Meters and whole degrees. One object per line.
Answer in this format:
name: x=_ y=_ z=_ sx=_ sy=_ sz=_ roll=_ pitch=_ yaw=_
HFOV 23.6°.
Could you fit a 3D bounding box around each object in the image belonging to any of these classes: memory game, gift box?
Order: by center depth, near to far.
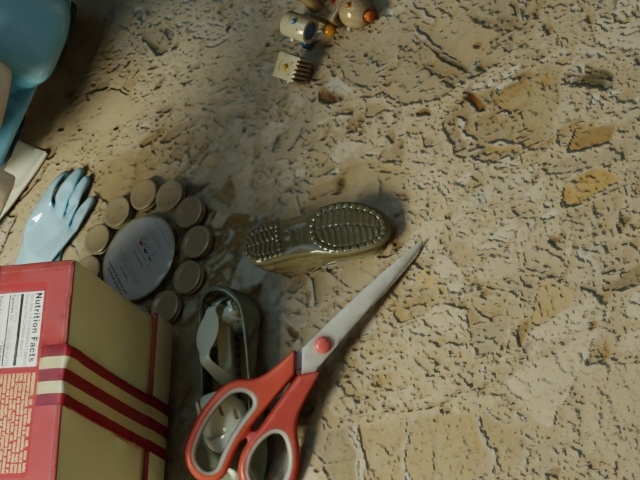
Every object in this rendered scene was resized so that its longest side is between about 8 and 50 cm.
gift box: x=-0.302 y=0.160 z=1.485 sx=0.276 sy=0.258 sz=0.255 roll=-1 pitch=69 yaw=20
memory game: x=-0.190 y=0.020 z=1.637 sx=0.186 sy=0.012 sz=0.186 roll=-15 pitch=62 yaw=29

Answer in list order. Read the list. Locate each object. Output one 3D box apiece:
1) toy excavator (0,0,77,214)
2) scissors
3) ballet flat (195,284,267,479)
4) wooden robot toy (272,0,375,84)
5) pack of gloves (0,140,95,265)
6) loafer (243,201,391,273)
toy excavator: x=-0.374 y=-0.171 z=1.589 sx=0.445 sy=0.222 sz=0.433 roll=-14 pitch=52 yaw=61
scissors: x=-0.018 y=0.105 z=1.429 sx=0.109 sy=0.021 sz=0.297 roll=30 pitch=87 yaw=0
ballet flat: x=-0.094 y=0.143 z=1.473 sx=0.072 sy=0.068 sz=0.213 roll=-17 pitch=60 yaw=27
wooden robot toy: x=0.015 y=-0.237 z=1.579 sx=0.079 sy=0.076 sz=0.173 roll=24 pitch=84 yaw=29
pack of gloves: x=-0.367 y=-0.002 z=1.752 sx=0.195 sy=0.046 sz=0.232 roll=21 pitch=82 yaw=41
loafer: x=0.000 y=0.000 z=1.489 sx=0.148 sy=0.050 sz=0.056 roll=-7 pitch=68 yaw=16
